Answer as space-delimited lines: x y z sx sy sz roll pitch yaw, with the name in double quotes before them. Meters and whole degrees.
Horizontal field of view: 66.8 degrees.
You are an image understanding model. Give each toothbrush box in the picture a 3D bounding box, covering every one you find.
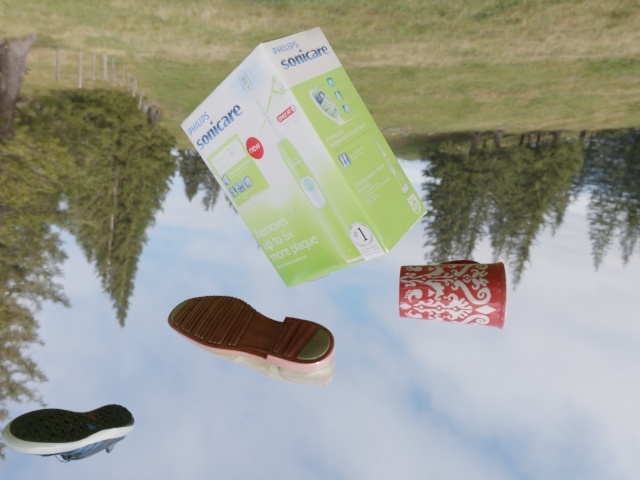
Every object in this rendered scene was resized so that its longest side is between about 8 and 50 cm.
"toothbrush box" -0.026 -0.099 0.662 0.206 0.283 0.122 -23 -168 45

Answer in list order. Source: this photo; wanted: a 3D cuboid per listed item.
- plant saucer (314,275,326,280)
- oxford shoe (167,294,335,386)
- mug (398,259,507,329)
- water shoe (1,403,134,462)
"plant saucer" 0.000 0.000 0.912 0.199 0.198 0.036 19 161 47
"oxford shoe" -0.155 0.230 1.051 0.397 0.146 0.140 14 -135 23
"mug" 0.225 0.091 0.847 0.170 0.113 0.150 0 180 12
"water shoe" -0.366 0.295 0.711 0.073 0.080 0.203 39 -172 31
